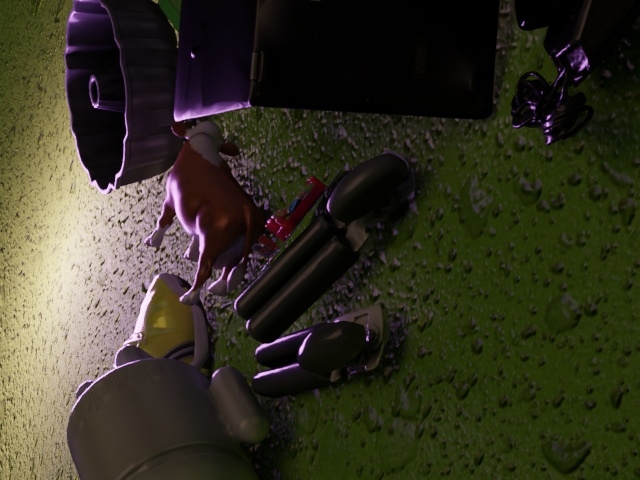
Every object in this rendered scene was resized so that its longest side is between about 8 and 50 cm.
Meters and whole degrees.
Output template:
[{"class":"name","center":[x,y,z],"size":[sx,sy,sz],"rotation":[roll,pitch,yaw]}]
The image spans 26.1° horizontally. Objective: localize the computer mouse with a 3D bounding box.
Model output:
[{"class":"computer mouse","center":[0.261,-0.218,1.271],"size":[0.188,0.072,0.272],"rotation":[-107,35,-78]}]

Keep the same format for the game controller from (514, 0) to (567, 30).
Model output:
[{"class":"game controller","center":[0.215,-0.333,1.326],"size":[0.319,0.067,0.166],"rotation":[-82,12,-52]}]

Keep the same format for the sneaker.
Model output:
[{"class":"sneaker","center":[-0.253,0.226,1.918],"size":[0.145,0.147,0.384],"rotation":[-22,57,59]}]

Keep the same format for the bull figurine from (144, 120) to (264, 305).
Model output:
[{"class":"bull figurine","center":[-0.163,-0.043,1.940],"size":[0.188,0.101,0.310],"rotation":[-69,26,19]}]

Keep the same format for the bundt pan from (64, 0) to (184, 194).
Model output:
[{"class":"bundt pan","center":[-0.303,-0.241,2.203],"size":[0.331,0.124,0.330],"rotation":[26,119,61]}]

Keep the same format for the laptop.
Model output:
[{"class":"laptop","center":[0.010,-0.327,1.592],"size":[0.236,0.408,0.381],"rotation":[9,-95,-81]}]

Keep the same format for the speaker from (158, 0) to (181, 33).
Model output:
[{"class":"speaker","center":[-0.166,-0.360,2.074],"size":[0.131,0.131,0.296],"rotation":[-65,29,18]}]

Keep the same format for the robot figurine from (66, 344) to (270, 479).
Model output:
[{"class":"robot figurine","center":[-0.191,0.285,1.696],"size":[0.300,0.200,0.353],"rotation":[-45,42,9]}]

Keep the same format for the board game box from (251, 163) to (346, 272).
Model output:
[{"class":"board game box","center":[-0.031,-0.037,1.668],"size":[0.133,0.033,0.168],"rotation":[-51,2,33]}]

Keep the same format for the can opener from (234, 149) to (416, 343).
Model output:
[{"class":"can opener","center":[0.000,0.000,1.585],"size":[0.280,0.093,0.074],"rotation":[-48,46,18]}]

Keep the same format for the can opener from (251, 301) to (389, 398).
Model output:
[{"class":"can opener","center":[-0.017,0.126,1.587],"size":[0.283,0.095,0.076],"rotation":[-23,56,56]}]
